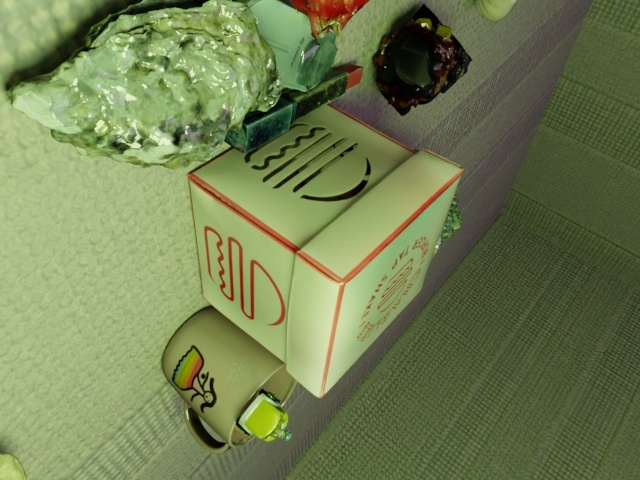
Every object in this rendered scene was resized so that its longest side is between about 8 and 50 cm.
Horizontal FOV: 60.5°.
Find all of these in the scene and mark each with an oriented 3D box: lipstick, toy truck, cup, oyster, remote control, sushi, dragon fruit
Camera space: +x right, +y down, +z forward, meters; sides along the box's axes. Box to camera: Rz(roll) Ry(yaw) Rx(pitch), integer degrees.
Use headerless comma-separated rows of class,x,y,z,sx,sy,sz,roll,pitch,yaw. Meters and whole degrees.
lipstick,-0.031,-0.223,0.874,0.312,0.051,0.051,-39,151,-41
toy truck,-0.084,0.300,0.909,0.076,0.076,0.111,-51,157,-12
cup,-0.184,0.269,1.031,0.191,0.200,0.253,-7,126,-62
oyster,-0.167,-0.156,0.589,0.267,0.112,0.198,-37,146,-16
remote control,-0.053,-0.270,0.755,0.247,0.052,0.104,-10,132,-61
sushi,0.178,-0.329,1.026,0.172,0.153,0.150,-42,-177,18
dragon fruit,0.023,-0.312,0.685,0.153,0.153,0.111,-36,127,-41

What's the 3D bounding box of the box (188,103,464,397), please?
box,0.000,0.000,0.907,0.314,0.300,0.312,-40,153,-34

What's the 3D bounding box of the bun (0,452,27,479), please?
bun,-0.461,0.368,0.681,0.220,0.134,0.221,-46,153,-31

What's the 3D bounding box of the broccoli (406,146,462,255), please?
broccoli,0.177,-0.070,1.247,0.338,0.277,0.317,-33,169,-29

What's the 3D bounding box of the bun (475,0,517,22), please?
bun,0.387,-0.565,1.215,0.138,0.094,0.138,-160,-90,-77
